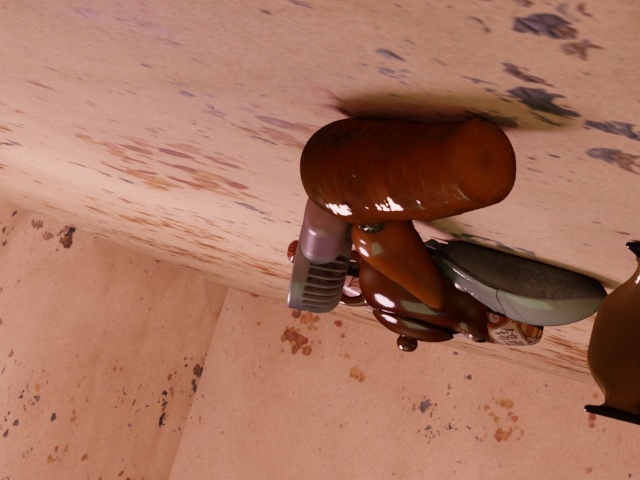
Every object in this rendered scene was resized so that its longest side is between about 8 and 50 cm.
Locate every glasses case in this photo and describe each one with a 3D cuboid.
[{"bbox_3d":[0.171,0.091,1.877,0.321,0.082,0.122,14,171,23],"label":"glasses case"}]

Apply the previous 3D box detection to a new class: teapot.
[{"bbox_3d":[0.111,0.076,1.686,0.252,0.135,0.178,13,169,26],"label":"teapot"}]

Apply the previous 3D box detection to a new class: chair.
[{"bbox_3d":[0.332,0.095,1.131,0.247,0.158,0.172,12,174,31],"label":"chair"}]

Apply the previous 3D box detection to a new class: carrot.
[{"bbox_3d":[0.099,0.028,1.442,0.069,0.069,0.336,14,165,25],"label":"carrot"},{"bbox_3d":[0.054,-0.051,0.936,0.087,0.087,0.193,21,173,-30],"label":"carrot"}]

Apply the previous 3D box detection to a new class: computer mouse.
[{"bbox_3d":[0.220,0.056,1.498,0.229,0.068,0.113,15,172,15],"label":"computer mouse"}]

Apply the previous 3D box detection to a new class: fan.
[{"bbox_3d":[0.000,0.000,1.433,0.074,0.130,0.244,13,160,2],"label":"fan"}]
